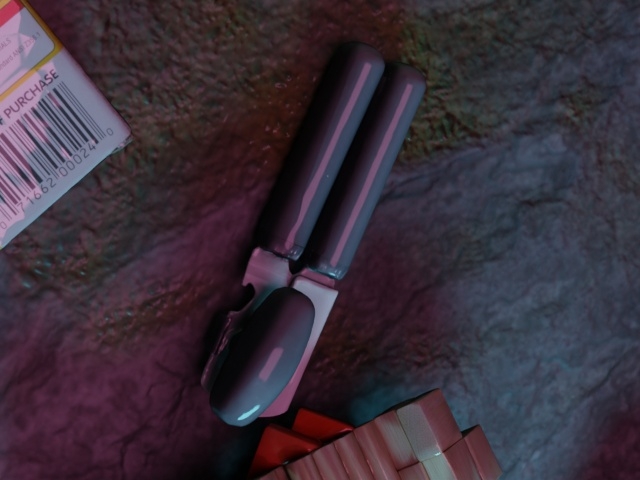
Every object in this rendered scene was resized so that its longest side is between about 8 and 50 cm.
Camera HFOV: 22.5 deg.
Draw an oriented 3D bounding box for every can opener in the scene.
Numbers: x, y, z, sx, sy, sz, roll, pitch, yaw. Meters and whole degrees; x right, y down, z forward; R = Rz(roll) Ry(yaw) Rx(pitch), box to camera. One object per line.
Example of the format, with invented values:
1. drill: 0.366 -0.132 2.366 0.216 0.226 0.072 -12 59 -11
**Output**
1. can opener: 0.000 0.000 1.124 0.074 0.093 0.280 24 87 -28

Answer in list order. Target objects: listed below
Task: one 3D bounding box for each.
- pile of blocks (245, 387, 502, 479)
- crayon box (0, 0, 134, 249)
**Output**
1. pile of blocks: -0.042 0.194 1.142 0.362 0.149 0.112 -23 87 -28
2. crayon box: -0.287 -0.122 0.953 0.202 0.081 0.318 -42 117 -11
